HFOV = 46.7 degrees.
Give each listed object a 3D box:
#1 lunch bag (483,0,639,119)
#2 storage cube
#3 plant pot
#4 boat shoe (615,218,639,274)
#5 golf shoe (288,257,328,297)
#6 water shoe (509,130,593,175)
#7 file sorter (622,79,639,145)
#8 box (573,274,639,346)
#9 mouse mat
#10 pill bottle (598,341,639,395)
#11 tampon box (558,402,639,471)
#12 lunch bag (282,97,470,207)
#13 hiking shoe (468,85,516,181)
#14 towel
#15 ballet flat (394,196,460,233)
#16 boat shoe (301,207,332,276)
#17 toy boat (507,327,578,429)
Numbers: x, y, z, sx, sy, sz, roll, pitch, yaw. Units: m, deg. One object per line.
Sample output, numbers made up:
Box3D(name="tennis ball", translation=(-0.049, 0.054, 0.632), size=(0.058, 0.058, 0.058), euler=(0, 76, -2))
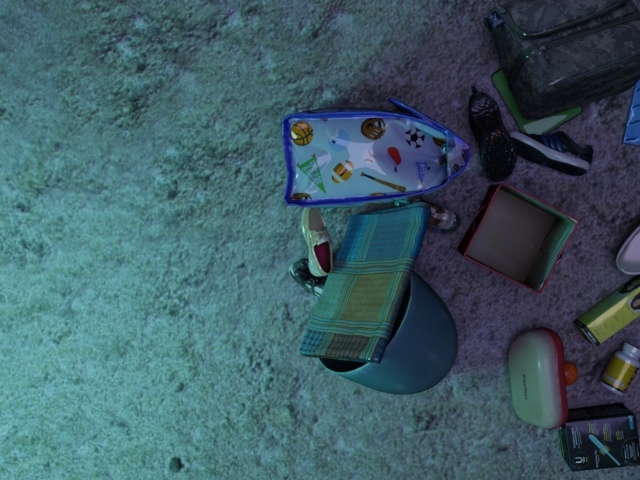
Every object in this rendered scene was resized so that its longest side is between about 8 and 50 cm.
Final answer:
Box3D(name="lunch bag", translation=(0.545, -0.442, 1.643), size=(0.305, 0.212, 0.256), euler=(-19, 74, 2))
Box3D(name="storage cube", translation=(0.438, -0.011, 1.684), size=(0.214, 0.193, 0.184), euler=(27, 96, 4))
Box3D(name="plant pot", translation=(0.171, 0.213, 1.680), size=(0.235, 0.293, 0.293), euler=(34, 97, -30))
Box3D(name="boat shoe", translation=(0.814, -0.050, 1.708), size=(0.112, 0.095, 0.335), euler=(43, 101, 4))
Box3D(name="golf shoe", translation=(0.009, 0.106, 1.797), size=(0.198, 0.094, 0.077), euler=(38, 71, -21))
Box3D(name="water shoe", translation=(0.536, -0.220, 1.734), size=(0.203, 0.073, 0.080), euler=(25, 72, 1))
Box3D(name="file sorter", translation=(0.777, -0.298, 1.679), size=(0.118, 0.104, 0.171), euler=(11, 94, 4))
Box3D(name="box", translation=(0.707, 0.150, 1.723), size=(0.232, 0.087, 0.058), euler=(-39, 92, 5))
Box3D(name="mouse mat", translation=(0.511, -0.347, 1.749), size=(0.152, 0.007, 0.190), euler=(-30, 89, 6))
Box3D(name="pill bottle", translation=(0.710, 0.300, 1.742), size=(0.065, 0.065, 0.116), euler=(26, 96, 3))
Box3D(name="tampon box", translation=(0.650, 0.460, 1.739), size=(0.160, 0.101, 0.121), euler=(-8, 92, 6))
Box3D(name="lunch bag", translation=(0.126, -0.195, 1.637), size=(0.385, 0.328, 0.239), euler=(-1, 99, 6))
Box3D(name="hiking shoe", translation=(0.398, -0.249, 1.725), size=(0.086, 0.114, 0.227), euler=(-14, 121, 10))
Box3D(name="towel", translation=(0.096, 0.089, 1.636), size=(0.040, 0.271, 0.370), euler=(34, 66, -30))
Box3D(name="ballet flat", translation=(0.261, -0.060, 1.723), size=(0.188, 0.070, 0.070), euler=(15, 95, -25))
Box3D(name="boat shoe", translation=(0.000, 0.000, 1.705), size=(0.063, 0.059, 0.170), euler=(-15, 99, -30))
Box3D(name="toy boat", translation=(0.539, 0.317, 1.738), size=(0.151, 0.151, 0.231), euler=(-8, 94, -25))
